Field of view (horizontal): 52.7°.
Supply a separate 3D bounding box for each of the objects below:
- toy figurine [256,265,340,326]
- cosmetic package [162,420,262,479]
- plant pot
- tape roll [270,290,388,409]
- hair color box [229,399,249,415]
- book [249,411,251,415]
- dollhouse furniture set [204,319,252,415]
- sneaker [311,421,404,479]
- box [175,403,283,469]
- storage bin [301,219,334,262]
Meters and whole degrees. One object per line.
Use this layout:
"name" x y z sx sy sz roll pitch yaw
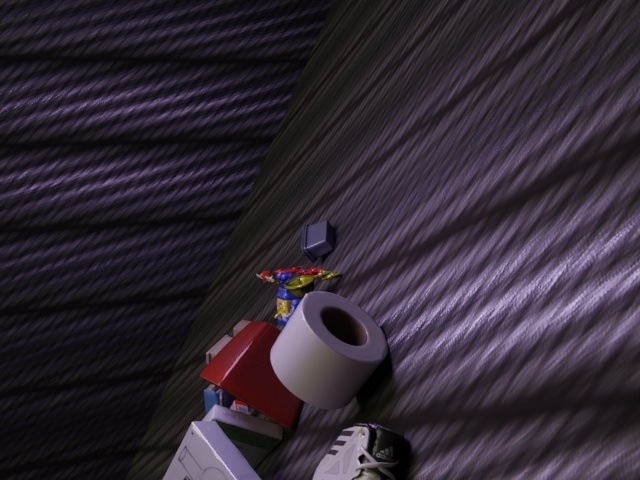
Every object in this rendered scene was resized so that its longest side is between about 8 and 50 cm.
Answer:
"toy figurine" -0.067 0.212 2.146 0.362 0.191 0.217 5 102 63
"cosmetic package" -0.331 0.738 1.780 0.284 0.097 0.377 37 104 43
"plant pot" -0.175 0.394 1.992 0.236 0.267 0.267 -59 16 -17
"tape roll" 0.020 0.268 1.592 0.169 0.246 0.246 -58 20 25
"hair color box" -0.302 0.645 2.222 0.167 0.053 0.093 -64 24 19
"book" -0.265 0.668 2.229 0.096 0.035 0.144 -65 21 11
"dollhouse furniture set" -0.265 0.503 2.362 0.286 0.198 0.303 -42 -42 -58
"sneaker" 0.083 0.503 1.256 0.257 0.169 0.447 -67 16 3
"box" -0.290 0.642 2.008 0.322 0.232 0.058 -52 24 35
"storage bin" 0.000 0.000 2.222 0.091 0.098 0.135 -23 39 25
